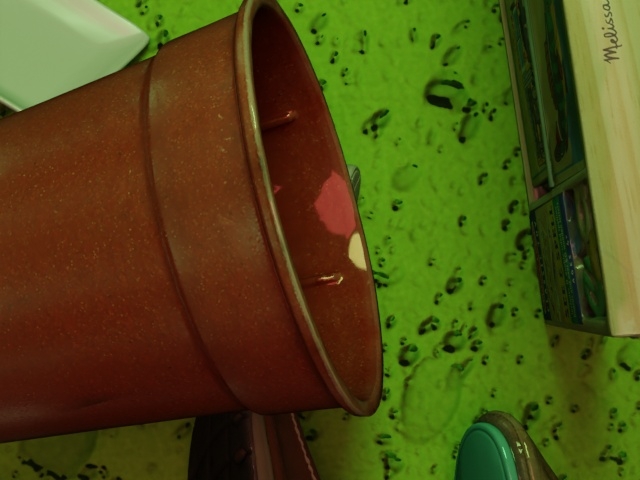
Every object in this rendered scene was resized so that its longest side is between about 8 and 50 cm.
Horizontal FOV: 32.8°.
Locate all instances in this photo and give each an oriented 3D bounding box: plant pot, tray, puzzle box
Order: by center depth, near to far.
[{"bbox_3d":[-0.123,0.007,0.708,0.265,0.272,0.272,-14,87,11],"label":"plant pot"},{"bbox_3d":[0.163,-0.143,0.733,0.052,0.272,0.409,-8,86,4],"label":"puzzle box"},{"bbox_3d":[-0.279,-0.181,0.826,0.270,0.030,0.145,31,45,1],"label":"tray"}]

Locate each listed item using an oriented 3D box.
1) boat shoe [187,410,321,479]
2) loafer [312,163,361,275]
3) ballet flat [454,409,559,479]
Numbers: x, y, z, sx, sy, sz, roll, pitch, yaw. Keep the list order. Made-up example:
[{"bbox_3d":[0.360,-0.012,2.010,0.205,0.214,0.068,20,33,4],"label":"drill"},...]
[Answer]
[{"bbox_3d":[-0.014,0.254,0.799,0.120,0.122,0.324,-7,84,-32],"label":"boat shoe"},{"bbox_3d":[0.000,0.000,0.842,0.039,0.045,0.125,10,80,18],"label":"loafer"},{"bbox_3d":[0.165,0.294,0.798,0.124,0.116,0.342,1,87,-20],"label":"ballet flat"}]
